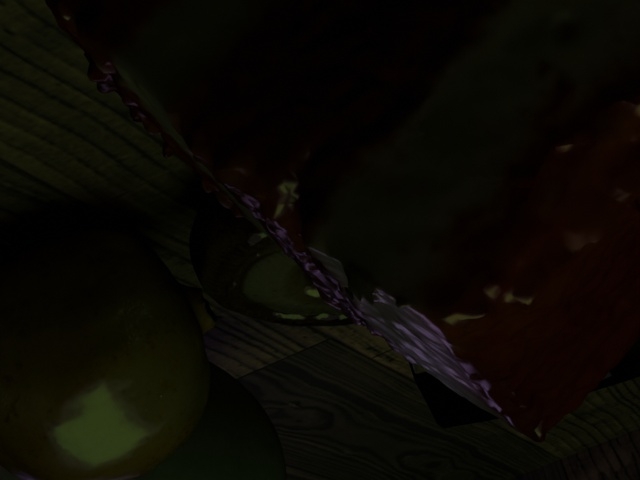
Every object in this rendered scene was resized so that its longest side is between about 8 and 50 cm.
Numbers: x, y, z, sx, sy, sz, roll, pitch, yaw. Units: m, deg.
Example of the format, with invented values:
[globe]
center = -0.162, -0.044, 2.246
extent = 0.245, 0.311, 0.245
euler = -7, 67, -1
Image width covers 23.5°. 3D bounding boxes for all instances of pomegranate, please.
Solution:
[pomegranate]
center = -0.201, 0.101, 1.270
extent = 0.233, 0.233, 0.233
euler = -15, 157, -6

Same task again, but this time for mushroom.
[mushroom]
center = 0.000, -0.014, 1.282
extent = 0.231, 0.138, 0.194
euler = 15, 156, -35

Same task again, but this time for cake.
[cake]
center = 0.068, -0.089, 0.834
extent = 0.270, 0.319, 0.269
euler = -46, 155, -3

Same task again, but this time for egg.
[egg]
center = -0.201, 0.233, 1.494
extent = 0.278, 0.278, 0.336
euler = -30, 155, 27

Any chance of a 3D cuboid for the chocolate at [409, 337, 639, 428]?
[chocolate]
center = 0.176, -0.057, 1.108
extent = 0.326, 0.297, 0.314
euler = -23, -179, 2
